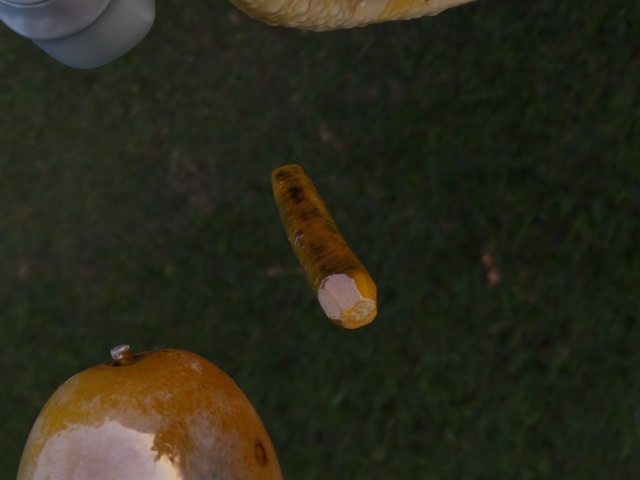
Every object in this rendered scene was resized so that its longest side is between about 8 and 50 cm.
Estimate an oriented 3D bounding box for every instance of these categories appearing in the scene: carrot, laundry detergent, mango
[{"bbox_3d":[0.000,0.000,1.363,0.042,0.170,0.042,-10,129,-13],"label":"carrot"},{"bbox_3d":[-0.244,-0.259,1.599,0.125,0.398,0.264,-32,99,2],"label":"laundry detergent"},{"bbox_3d":[-0.126,0.269,1.473,0.199,0.222,0.383,-8,90,62],"label":"mango"}]

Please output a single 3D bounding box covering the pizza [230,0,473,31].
[{"bbox_3d":[0.023,-0.140,0.864,0.134,0.271,0.056,-23,80,12],"label":"pizza"}]
